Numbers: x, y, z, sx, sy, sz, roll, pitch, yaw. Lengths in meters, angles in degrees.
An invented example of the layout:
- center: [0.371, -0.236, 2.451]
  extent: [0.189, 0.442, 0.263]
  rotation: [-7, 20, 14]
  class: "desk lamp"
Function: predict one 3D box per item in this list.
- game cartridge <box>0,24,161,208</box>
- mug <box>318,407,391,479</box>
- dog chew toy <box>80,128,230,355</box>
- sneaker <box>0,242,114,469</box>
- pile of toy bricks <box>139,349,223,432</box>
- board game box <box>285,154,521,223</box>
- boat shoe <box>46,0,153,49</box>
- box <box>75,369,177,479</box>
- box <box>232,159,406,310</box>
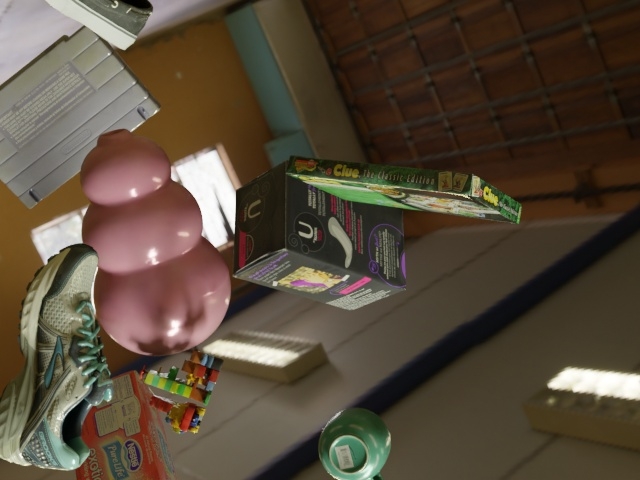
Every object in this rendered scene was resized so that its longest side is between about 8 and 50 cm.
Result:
- center: [-0.533, -0.254, 1.837]
  extent: [0.355, 0.230, 0.068]
  rotation: [-35, -162, 9]
  class: "game cartridge"
- center: [0.073, 0.394, 1.691]
  extent: [0.129, 0.158, 0.097]
  rotation: [-62, 170, 9]
  class: "mug"
- center: [-0.257, -0.001, 1.334]
  extent: [0.207, 0.331, 0.206]
  rotation: [-13, -162, 5]
  class: "dog chew toy"
- center: [-0.302, 0.146, 1.116]
  extent: [0.122, 0.282, 0.110]
  rotation: [14, -178, 16]
  class: "sneaker"
- center: [-0.207, 0.207, 1.285]
  extent: [0.212, 0.105, 0.118]
  rotation: [138, -28, -82]
  class: "pile of toy bricks"
- center: [0.098, -0.063, 1.099]
  extent: [0.260, 0.030, 0.136]
  rotation: [10, 176, 37]
  class: "board game box"
- center: [-0.162, -0.174, 0.615]
  extent: [0.040, 0.049, 0.142]
  rotation: [-46, 163, 7]
  class: "boat shoe"
- center: [-0.362, 0.418, 1.689]
  extent: [0.154, 0.142, 0.300]
  rotation: [-22, -126, -2]
  class: "box"
- center: [0.000, 0.000, 1.525]
  extent: [0.270, 0.165, 0.143]
  rotation: [21, 148, -37]
  class: "box"
